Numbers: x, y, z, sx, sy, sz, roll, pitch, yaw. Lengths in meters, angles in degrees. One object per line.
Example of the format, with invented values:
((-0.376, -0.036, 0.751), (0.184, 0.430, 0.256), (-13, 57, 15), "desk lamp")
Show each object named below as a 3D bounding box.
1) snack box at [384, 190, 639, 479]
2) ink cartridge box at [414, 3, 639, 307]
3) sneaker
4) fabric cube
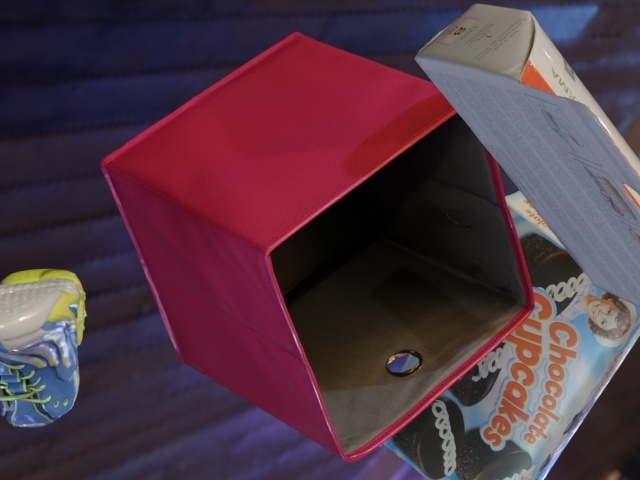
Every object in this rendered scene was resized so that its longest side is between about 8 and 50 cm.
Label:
((0.198, 0.129, 1.899), (0.060, 0.187, 0.322), (-23, 146, -56), "snack box")
((0.158, -0.032, 0.953), (0.066, 0.189, 0.232), (-43, -161, -9), "ink cartridge box")
((-0.225, 0.093, 1.445), (0.240, 0.091, 0.126), (-59, 144, -84), "sneaker")
((0.000, 0.000, 1.676), (0.254, 0.258, 0.259), (-38, 129, -24), "fabric cube")
